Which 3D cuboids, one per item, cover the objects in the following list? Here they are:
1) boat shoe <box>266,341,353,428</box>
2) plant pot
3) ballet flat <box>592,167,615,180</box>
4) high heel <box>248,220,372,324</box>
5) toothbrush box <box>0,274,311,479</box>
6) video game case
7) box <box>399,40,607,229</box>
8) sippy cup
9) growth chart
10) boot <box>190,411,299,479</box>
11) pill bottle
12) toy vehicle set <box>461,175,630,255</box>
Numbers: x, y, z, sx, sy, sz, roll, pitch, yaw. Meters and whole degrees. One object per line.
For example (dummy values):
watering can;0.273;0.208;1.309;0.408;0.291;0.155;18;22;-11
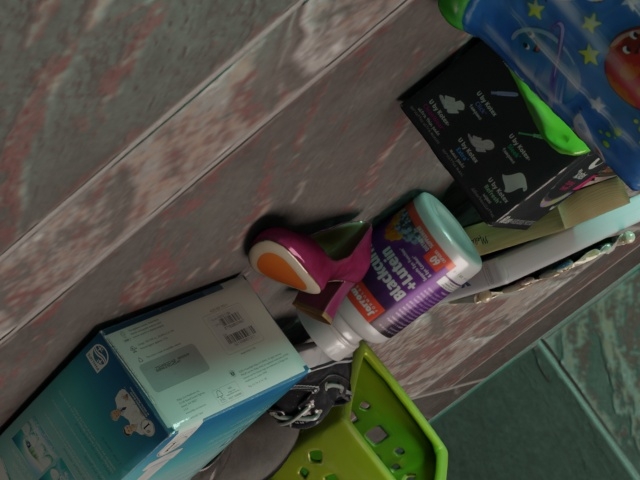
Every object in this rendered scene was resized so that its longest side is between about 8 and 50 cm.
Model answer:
boat shoe;-0.028;0.176;2.238;0.108;0.102;0.301;-9;177;15
plant pot;0.026;0.312;2.558;0.207;0.228;0.227;-32;-163;20
ballet flat;0.323;-0.116;2.153;0.096;0.095;0.280;-34;171;39
high heel;0.000;0.000;1.835;0.117;0.082;0.244;-65;156;-11
toothbrush box;-0.187;0.185;1.855;0.216;0.126;0.295;-21;161;-49
video game case;0.200;0.030;2.286;0.300;0.036;0.329;-20;-179;42
box;0.233;-0.144;1.676;0.270;0.143;0.165;-39;169;15
sippy cup;0.244;-0.169;1.427;0.240;0.224;0.305;-37;168;11
growth chart;0.268;0.037;2.265;0.237;0.021;0.172;-21;-179;-21
boot;-0.125;0.242;2.283;0.338;0.118;0.223;-31;163;-36
pill bottle;0.071;0.045;2.047;0.193;0.108;0.108;-38;167;13
toy vehicle set;0.204;-0.010;2.148;0.267;0.035;0.166;-19;180;37
